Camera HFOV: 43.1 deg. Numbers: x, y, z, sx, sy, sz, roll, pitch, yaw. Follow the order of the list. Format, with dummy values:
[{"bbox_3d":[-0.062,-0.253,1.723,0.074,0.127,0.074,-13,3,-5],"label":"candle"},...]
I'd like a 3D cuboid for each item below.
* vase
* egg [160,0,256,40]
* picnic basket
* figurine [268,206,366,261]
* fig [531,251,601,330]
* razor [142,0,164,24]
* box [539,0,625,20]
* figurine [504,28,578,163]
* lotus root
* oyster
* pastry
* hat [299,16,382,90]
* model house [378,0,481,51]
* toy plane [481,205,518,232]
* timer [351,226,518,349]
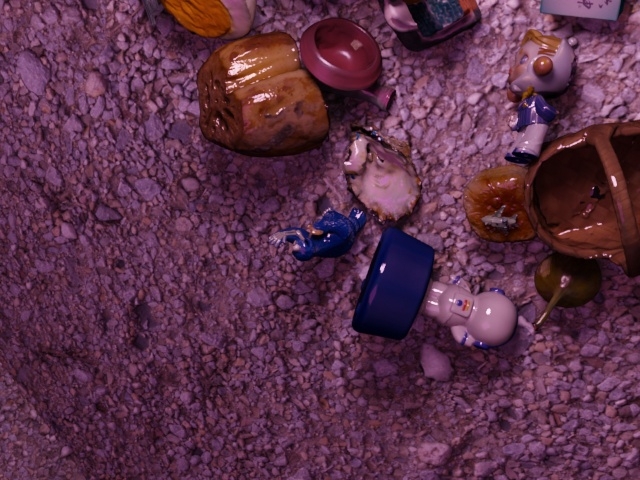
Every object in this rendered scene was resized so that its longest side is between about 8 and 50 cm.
[{"bbox_3d":[0.068,-0.366,1.890,0.214,0.086,0.086,25,124,10],"label":"vase"},{"bbox_3d":[-0.245,-0.597,1.841,0.264,0.174,0.286,10,150,35],"label":"egg"},{"bbox_3d":[0.574,-0.079,1.586,0.337,0.337,0.293,-7,112,31],"label":"picnic basket"},{"bbox_3d":[0.009,-0.003,2.006,0.164,0.262,0.121,-5,106,46],"label":"figurine"},{"bbox_3d":[0.526,0.112,1.791,0.149,0.245,0.149,18,126,26],"label":"fig"},{"bbox_3d":[-0.317,-0.614,1.986,0.277,0.056,0.111,-7,112,23],"label":"razor"},{"bbox_3d":[0.516,-0.553,1.542,0.153,0.092,0.245,12,120,22],"label":"box"},{"bbox_3d":[0.439,-0.293,1.627,0.133,0.274,0.194,13,149,-2],"label":"figurine"},{"bbox_3d":[-0.137,-0.328,1.862,0.316,0.250,0.316,36,135,45],"label":"lotus root"},{"bbox_3d":[0.138,-0.165,1.955,0.198,0.092,0.260,-29,108,36],"label":"oyster"},{"bbox_3d":[0.423,-0.079,1.837,0.192,0.093,0.182,-11,115,24],"label":"pastry"},{"bbox_3d":[0.042,-0.407,1.812,0.205,0.205,0.089,40,144,4],"label":"hat"},{"bbox_3d":[0.171,-0.506,1.634,0.190,0.301,0.271,-22,103,27],"label":"model house"},{"bbox_3d":[0.396,-0.043,1.792,0.083,0.033,0.080,0,136,21],"label":"toy plane"},{"bbox_3d":[0.290,0.152,1.962,0.383,0.270,0.270,20,124,1],"label":"timer"}]
